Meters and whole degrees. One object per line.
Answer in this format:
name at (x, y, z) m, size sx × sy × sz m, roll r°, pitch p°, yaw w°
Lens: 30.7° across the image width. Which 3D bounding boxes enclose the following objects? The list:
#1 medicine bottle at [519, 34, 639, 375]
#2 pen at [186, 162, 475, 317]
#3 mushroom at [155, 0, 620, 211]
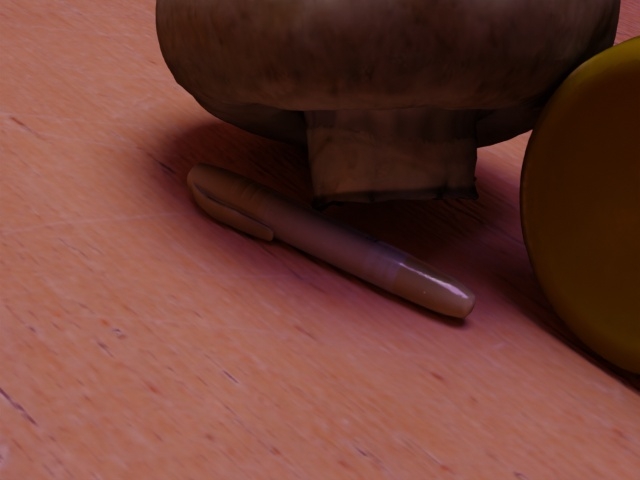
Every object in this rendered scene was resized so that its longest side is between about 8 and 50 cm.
medicine bottle at (0.338, -0.048, 0.832) m, size 0.384 × 0.224 × 0.224 m, roll -13°, pitch 37°, yaw -40°
pen at (0.000, 0.000, 0.805) m, size 0.233 × 0.032 × 0.040 m, roll 26°, pitch 49°, yaw 23°
mushroom at (0.052, -0.152, 0.861) m, size 0.352 × 0.260 × 0.352 m, roll -2°, pitch -2°, yaw 0°
